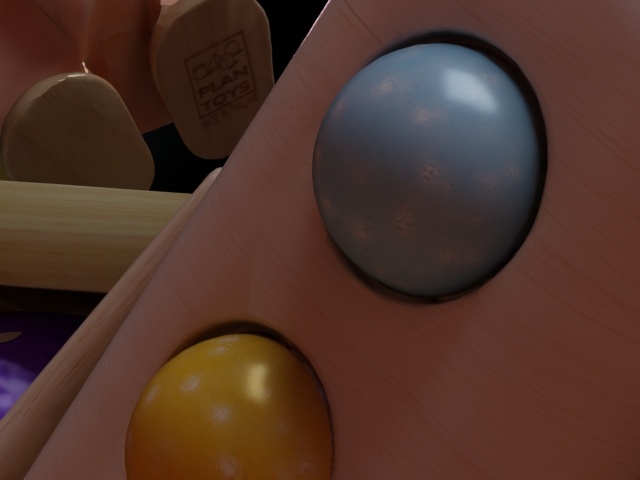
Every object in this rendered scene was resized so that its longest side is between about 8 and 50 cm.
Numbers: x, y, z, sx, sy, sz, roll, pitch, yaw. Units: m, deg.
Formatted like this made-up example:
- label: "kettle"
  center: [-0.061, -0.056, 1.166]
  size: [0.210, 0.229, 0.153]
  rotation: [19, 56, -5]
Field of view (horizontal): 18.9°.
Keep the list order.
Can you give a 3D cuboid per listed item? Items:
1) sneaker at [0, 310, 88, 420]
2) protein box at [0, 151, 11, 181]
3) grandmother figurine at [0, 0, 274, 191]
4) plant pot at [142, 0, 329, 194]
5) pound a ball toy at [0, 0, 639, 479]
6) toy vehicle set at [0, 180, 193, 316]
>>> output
- label: "sneaker"
  center: [-0.006, 0.073, 0.678]
  size: [0.293, 0.102, 0.146]
  rotation: [18, -33, -24]
- label: "protein box"
  center: [-0.149, -0.111, 1.257]
  size: [0.136, 0.200, 0.201]
  rotation: [26, 10, 20]
- label: "grandmother figurine"
  center: [-0.150, -0.134, 0.877]
  size: [0.208, 0.104, 0.342]
  rotation: [-26, 41, -24]
- label: "plant pot"
  center: [0.020, -0.033, 0.977]
  size: [0.165, 0.166, 0.234]
  rotation: [26, 4, 18]
- label: "pound a ball toy"
  center: [-0.027, 0.045, 0.488]
  size: [0.136, 0.319, 0.208]
  rotation: [9, 31, -51]
- label: "toy vehicle set"
  center: [-0.155, 0.006, 0.728]
  size: [0.267, 0.035, 0.166]
  rotation: [4, -8, 6]
